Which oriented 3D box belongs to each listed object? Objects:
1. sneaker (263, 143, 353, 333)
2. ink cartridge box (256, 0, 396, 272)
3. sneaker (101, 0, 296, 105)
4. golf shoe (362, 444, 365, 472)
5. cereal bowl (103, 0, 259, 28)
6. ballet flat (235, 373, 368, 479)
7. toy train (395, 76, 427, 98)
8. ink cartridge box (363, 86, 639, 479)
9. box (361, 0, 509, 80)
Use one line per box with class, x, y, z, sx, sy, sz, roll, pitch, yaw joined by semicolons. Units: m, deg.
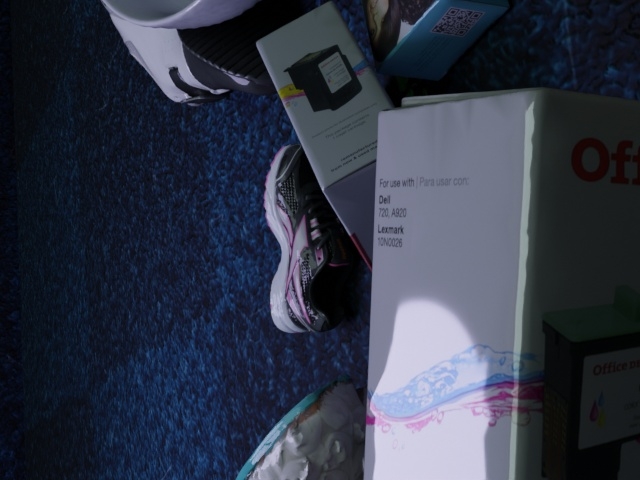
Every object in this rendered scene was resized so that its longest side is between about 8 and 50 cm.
sneaker;0.000;0.000;0.876;0.077;0.072;0.178;6;102;51
ink cartridge box;0.026;-0.078;0.738;0.127;0.072;0.175;56;-173;-50
sneaker;-0.120;-0.208;1.065;0.330;0.122;0.146;36;151;43
golf shoe;0.114;0.234;0.619;0.273;0.105;0.120;-125;28;-57
cereal bowl;-0.106;-0.370;0.927;0.339;0.141;0.339;6;98;48
ballet flat;-0.019;0.264;0.855;0.409;0.147;0.147;120;141;-48
toy train;0.077;-0.110;0.769;0.024;0.017;0.083;116;145;-56
ink cartridge box;0.133;0.077;0.448;0.117;0.201;0.278;5;93;62
box;0.068;-0.255;0.743;0.100;0.060;0.244;-43;51;54
